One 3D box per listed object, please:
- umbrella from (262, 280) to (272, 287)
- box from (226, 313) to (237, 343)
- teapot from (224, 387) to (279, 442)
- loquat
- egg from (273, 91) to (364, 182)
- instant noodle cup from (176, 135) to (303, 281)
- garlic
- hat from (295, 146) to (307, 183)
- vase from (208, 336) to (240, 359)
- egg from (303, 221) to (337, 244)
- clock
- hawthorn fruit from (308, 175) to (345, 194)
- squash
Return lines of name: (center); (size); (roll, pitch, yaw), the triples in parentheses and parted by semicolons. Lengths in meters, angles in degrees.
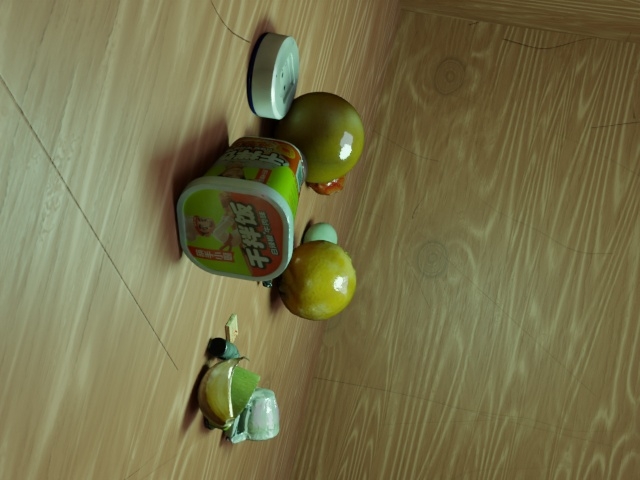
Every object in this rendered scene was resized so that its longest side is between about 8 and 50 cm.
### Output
umbrella: (-0.192, 0.066, 1.932); (0.053, 0.052, 0.250); (-114, -162, -44)
box: (-0.284, 0.286, 1.811); (0.058, 0.015, 0.093); (-66, 164, -50)
teapot: (-0.259, 0.634, 2.081); (0.163, 0.222, 0.178); (11, -80, 63)
loquat: (-0.013, 0.157, 2.243); (0.328, 0.329, 0.328); (13, 90, -79)
egg: (-0.008, -0.322, 1.780); (0.351, 0.283, 0.282); (-157, -101, -75)
instant noodle cup: (-0.169, -0.099, 1.385); (0.307, 0.294, 0.293); (-73, 170, -53)
garlic: (-0.304, 0.434, 1.657); (0.115, 0.128, 0.206); (21, 72, -37)
hat: (-0.136, -0.208, 1.646); (0.205, 0.206, 0.089); (91, -21, -45)
vase: (-0.289, 0.344, 1.743); (0.211, 0.060, 0.059); (72, 32, -70)
egg: (0.000, 0.000, 2.533); (0.192, 0.150, 0.149); (-65, 164, -45)
clock: (-0.128, -0.459, 1.585); (0.230, 0.083, 0.230); (14, 90, -77)
hawthorn fruit: (0.019, -0.266, 2.334); (0.194, 0.157, 0.156); (2, 101, -72)
squash: (-0.280, 0.518, 1.836); (0.220, 0.133, 0.220); (17, 90, -84)
